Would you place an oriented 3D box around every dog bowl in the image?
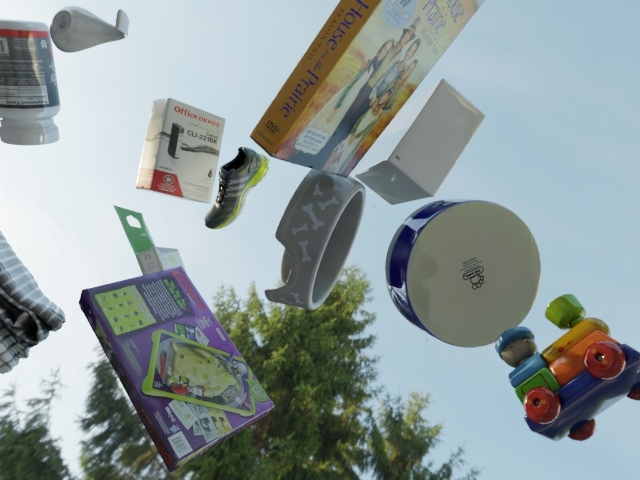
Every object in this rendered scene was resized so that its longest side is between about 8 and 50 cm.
[{"bbox_3d":[0.000,0.000,1.082,0.102,0.349,0.349,23,-62,14],"label":"dog bowl"},{"bbox_3d":[0.259,0.056,0.869,0.264,0.104,0.265,-1,-85,-11],"label":"dog bowl"}]

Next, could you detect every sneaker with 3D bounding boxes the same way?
[{"bbox_3d":[-0.292,-0.174,1.519,0.111,0.121,0.300,27,-96,37],"label":"sneaker"}]

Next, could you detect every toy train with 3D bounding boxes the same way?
[{"bbox_3d":[0.336,0.118,0.580,0.105,0.143,0.248,30,-66,-29],"label":"toy train"}]

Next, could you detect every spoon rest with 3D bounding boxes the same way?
[{"bbox_3d":[-0.650,-0.599,1.341,0.276,0.084,0.137,7,-92,19],"label":"spoon rest"}]

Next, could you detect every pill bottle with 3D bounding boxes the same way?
[{"bbox_3d":[-0.947,-0.498,1.497,0.210,0.210,0.363,12,-65,17],"label":"pill bottle"}]

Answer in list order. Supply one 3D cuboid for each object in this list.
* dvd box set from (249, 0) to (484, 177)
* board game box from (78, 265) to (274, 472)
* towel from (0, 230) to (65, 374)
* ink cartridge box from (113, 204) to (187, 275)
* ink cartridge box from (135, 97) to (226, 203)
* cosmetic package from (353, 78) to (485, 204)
[{"bbox_3d":[0.096,-0.300,0.794,0.062,0.307,0.420,44,-72,18],"label":"dvd box set"},{"bbox_3d":[-0.259,0.205,0.854,0.347,0.208,0.056,50,-49,22],"label":"board game box"},{"bbox_3d":[-0.580,0.093,0.868,0.235,0.121,0.283,60,-25,-12],"label":"towel"},{"bbox_3d":[-0.375,0.027,1.088,0.056,0.171,0.235,-21,-93,-2],"label":"ink cartridge box"},{"bbox_3d":[-0.415,-0.264,1.423,0.114,0.197,0.273,9,-91,45],"label":"ink cartridge box"},{"bbox_3d":[0.221,-0.215,1.101,0.138,0.224,0.224,36,-99,-10],"label":"cosmetic package"}]
